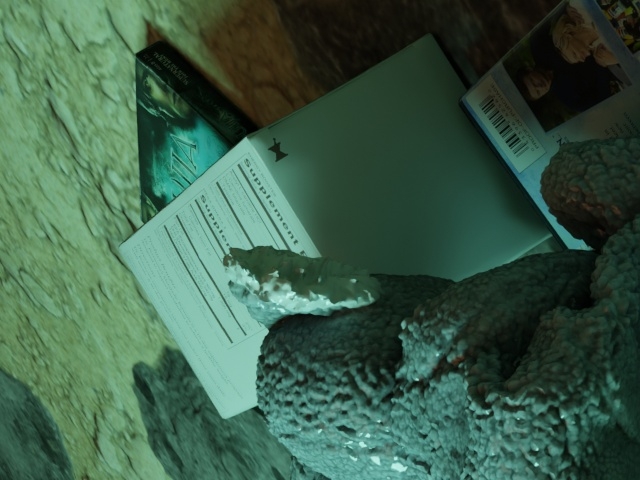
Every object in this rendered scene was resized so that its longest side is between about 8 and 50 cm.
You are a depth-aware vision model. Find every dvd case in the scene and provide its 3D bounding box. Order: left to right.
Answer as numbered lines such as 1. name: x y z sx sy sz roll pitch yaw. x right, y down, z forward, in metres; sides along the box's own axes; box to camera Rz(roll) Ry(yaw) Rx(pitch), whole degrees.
1. dvd case: 0.171 -0.044 0.853 0.180 0.022 0.253 54 154 3

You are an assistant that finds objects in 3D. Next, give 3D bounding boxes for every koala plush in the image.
1. koala plush: 0.061 0.069 0.846 0.221 0.203 0.196 5 126 29

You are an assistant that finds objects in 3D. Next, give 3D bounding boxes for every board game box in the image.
1. board game box: -0.085 -0.040 1.290 0.126 0.026 0.186 43 151 26

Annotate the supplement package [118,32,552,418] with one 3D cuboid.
1. supplement package: 0.000 0.000 1.062 0.134 0.139 0.244 58 154 0
